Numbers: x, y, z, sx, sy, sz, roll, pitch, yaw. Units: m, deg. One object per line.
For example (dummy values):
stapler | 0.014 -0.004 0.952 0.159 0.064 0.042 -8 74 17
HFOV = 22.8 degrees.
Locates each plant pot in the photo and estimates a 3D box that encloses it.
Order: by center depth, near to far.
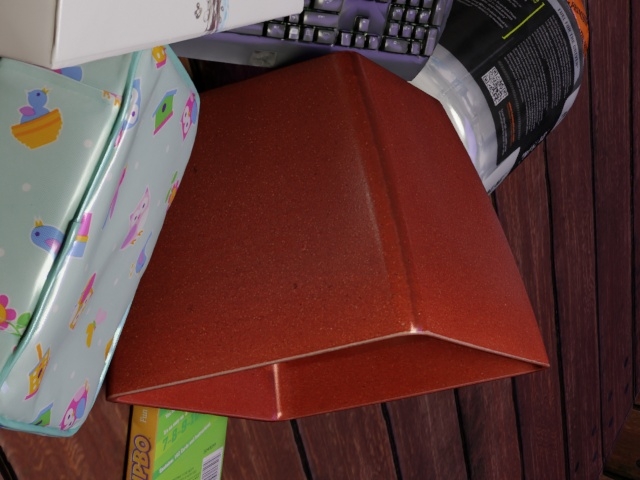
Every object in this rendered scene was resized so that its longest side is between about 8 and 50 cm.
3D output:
plant pot | 0.000 0.000 1.265 0.267 0.267 0.236 20 60 -60

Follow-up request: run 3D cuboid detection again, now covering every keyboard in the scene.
keyboard | -0.025 -0.227 1.180 0.317 0.033 0.202 2 106 -33

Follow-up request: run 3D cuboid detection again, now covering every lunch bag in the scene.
lunch bag | -0.179 -0.006 1.059 0.224 0.107 0.279 60 51 -80

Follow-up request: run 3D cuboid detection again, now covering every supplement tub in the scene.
supplement tub | 0.122 -0.150 1.521 0.338 0.207 0.207 -41 140 -49

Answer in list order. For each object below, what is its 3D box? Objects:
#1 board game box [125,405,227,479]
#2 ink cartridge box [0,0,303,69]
board game box | -0.117 0.123 1.384 0.124 0.039 0.259 -23 127 -60
ink cartridge box | -0.144 -0.228 0.913 0.270 0.198 0.197 -26 128 -60
